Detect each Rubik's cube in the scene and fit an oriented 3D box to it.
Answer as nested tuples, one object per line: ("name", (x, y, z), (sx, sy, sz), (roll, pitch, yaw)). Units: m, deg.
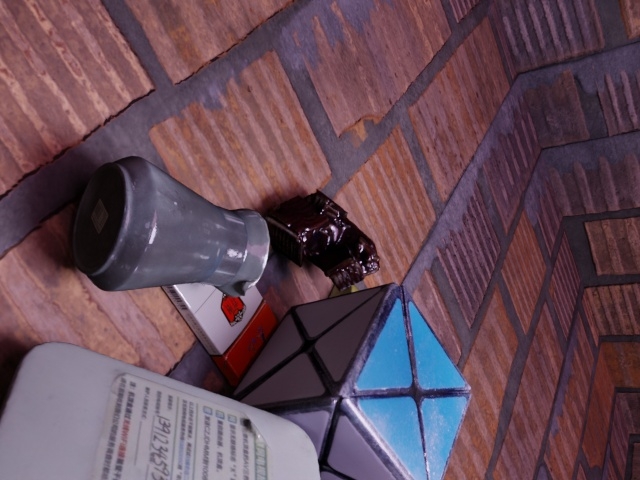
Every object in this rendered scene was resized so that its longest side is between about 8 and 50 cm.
("Rubik's cube", (0.051, 0.253, 0.995), (0.259, 0.255, 0.260), (52, 45, -20))

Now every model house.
("model house", (0.010, -0.004, 1.137), (0.141, 0.203, 0.164), (-54, 164, -4))

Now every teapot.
("teapot", (-0.199, -0.015, 0.857), (0.225, 0.171, 0.203), (17, 29, -43))

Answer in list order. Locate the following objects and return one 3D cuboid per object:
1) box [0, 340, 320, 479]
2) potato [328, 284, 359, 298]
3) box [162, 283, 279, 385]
("box", (-0.166, 0.316, 0.661), (0.397, 0.111, 0.395), (26, 28, -22))
("potato", (0.079, 0.154, 1.286), (0.149, 0.081, 0.120), (53, 47, -34))
("box", (-0.156, 0.099, 1.012), (0.245, 0.035, 0.139), (62, 40, -25))
